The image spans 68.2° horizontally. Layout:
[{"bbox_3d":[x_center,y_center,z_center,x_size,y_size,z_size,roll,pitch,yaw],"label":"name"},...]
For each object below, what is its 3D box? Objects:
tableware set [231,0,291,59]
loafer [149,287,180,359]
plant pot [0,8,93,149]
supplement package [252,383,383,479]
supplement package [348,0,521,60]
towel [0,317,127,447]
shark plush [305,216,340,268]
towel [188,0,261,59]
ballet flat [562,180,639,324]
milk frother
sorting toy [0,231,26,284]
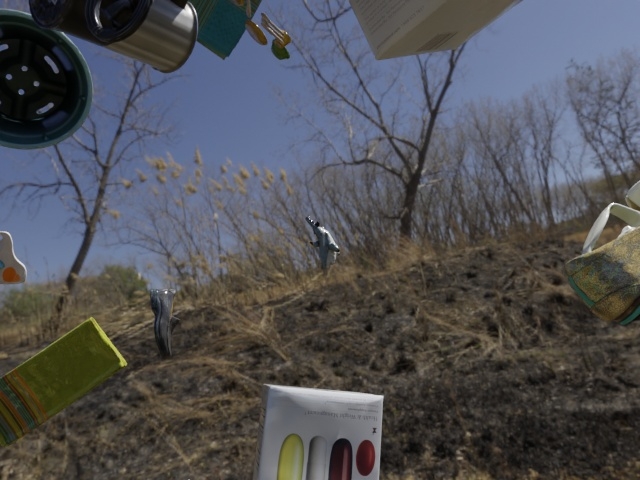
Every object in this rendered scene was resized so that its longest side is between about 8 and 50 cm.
[{"bbox_3d":[-0.103,-0.347,0.726,0.024,0.154,0.104,-48,0,-8],"label":"tableware set"},{"bbox_3d":[-0.366,0.196,1.128,0.062,0.169,0.062,-7,-7,-19],"label":"loafer"},{"bbox_3d":[-0.847,-0.451,1.339,0.342,0.340,0.334,-7,21,-28],"label":"plant pot"},{"bbox_3d":[-0.010,0.356,0.799,0.195,0.202,0.149,7,-17,-8],"label":"supplement package"},{"bbox_3d":[0.080,-0.303,0.398,0.139,0.243,0.134,-25,0,-39],"label":"supplement package"},{"bbox_3d":[-0.445,0.233,0.773,0.237,0.102,0.021,-34,7,-1],"label":"towel"},{"bbox_3d":[0.000,0.000,1.395,0.067,0.161,0.073,-30,2,-2],"label":"shark plush"},{"bbox_3d":[-0.263,-0.693,1.200,0.272,0.370,0.040,29,9,-28],"label":"towel"},{"bbox_3d":[0.461,-0.025,0.654,0.349,0.123,0.123,-35,1,-22],"label":"ballet flat"},{"bbox_3d":[-0.174,-0.212,0.452,0.129,0.143,0.135,-32,-18,29],"label":"milk frother"},{"bbox_3d":[-0.447,0.013,0.646,0.083,0.075,0.045,25,20,15],"label":"sorting toy"}]
